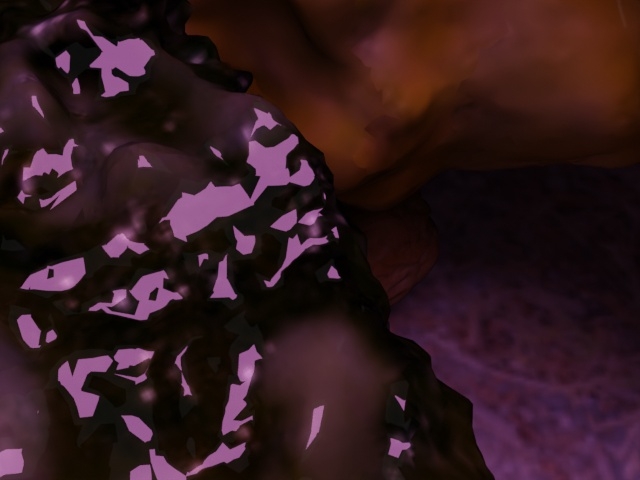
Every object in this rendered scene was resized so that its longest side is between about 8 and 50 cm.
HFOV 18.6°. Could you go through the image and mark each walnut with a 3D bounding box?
[{"bbox_3d":[0.000,0.000,0.814,0.096,0.082,0.079,-19,92,-23],"label":"walnut"}]

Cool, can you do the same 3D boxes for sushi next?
[{"bbox_3d":[-0.064,0.086,0.623,0.178,0.294,0.352,-24,68,-19],"label":"sushi"}]

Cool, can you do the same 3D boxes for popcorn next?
[{"bbox_3d":[0.097,-0.127,0.732,0.349,0.349,0.381,-29,75,-25],"label":"popcorn"}]
